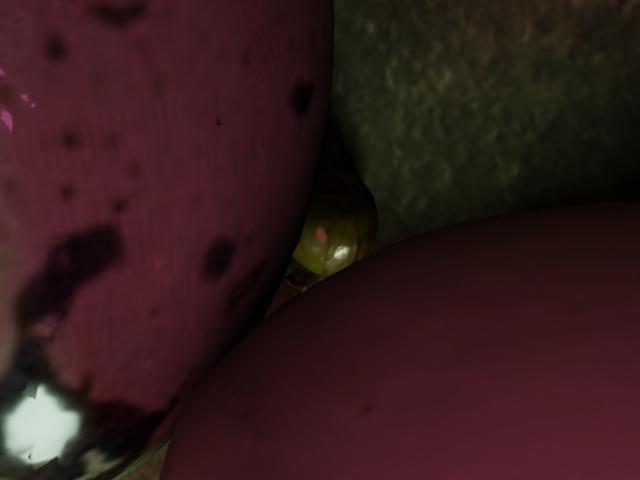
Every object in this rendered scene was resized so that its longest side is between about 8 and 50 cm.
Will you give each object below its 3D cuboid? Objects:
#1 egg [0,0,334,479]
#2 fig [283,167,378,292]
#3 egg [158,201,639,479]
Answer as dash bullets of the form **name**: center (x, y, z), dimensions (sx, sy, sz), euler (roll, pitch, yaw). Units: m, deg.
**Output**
- **egg**: center (-0.142, -0.052, 0.649), dimensions (0.288, 0.287, 0.379), euler (22, 111, 0)
- **fig**: center (0.000, 0.000, 0.788), dimensions (0.050, 0.050, 0.083), euler (22, 140, 0)
- **egg**: center (0.100, 0.122, 0.571), dimensions (0.345, 0.283, 0.283), euler (-18, 114, 21)
